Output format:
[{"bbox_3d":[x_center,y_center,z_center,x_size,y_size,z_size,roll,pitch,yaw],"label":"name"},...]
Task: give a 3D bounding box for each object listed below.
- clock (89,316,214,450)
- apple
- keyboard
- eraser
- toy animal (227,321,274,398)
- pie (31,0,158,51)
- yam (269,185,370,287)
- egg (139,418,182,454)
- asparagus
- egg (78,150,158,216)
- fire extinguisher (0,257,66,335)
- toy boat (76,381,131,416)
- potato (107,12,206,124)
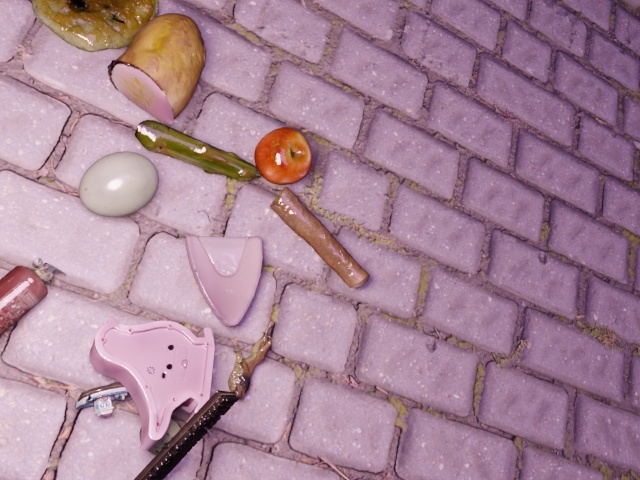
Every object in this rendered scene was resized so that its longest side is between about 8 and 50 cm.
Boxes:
[{"bbox_3d":[-0.384,0.319,1.366,0.275,0.080,0.290,15,47,-24],"label":"clock"},{"bbox_3d":[-0.105,-0.233,1.687,0.163,0.139,0.163,5,82,-36],"label":"apple"},{"bbox_3d":[-0.307,0.453,1.335,0.317,0.106,0.027,-47,67,2],"label":"keyboard"},{"bbox_3d":[-0.244,0.104,1.563,0.204,0.059,0.243,2,72,-27],"label":"eraser"},{"bbox_3d":[-0.180,0.295,1.542,0.086,0.069,0.219,47,64,-32],"label":"toy animal"},{"bbox_3d":[-0.595,-0.639,1.587,0.323,0.070,0.323,8,72,-24],"label":"pie"},{"bbox_3d":[0.000,0.000,1.706,0.356,0.081,0.081,46,61,-7],"label":"yam"},{"bbox_3d":[-0.361,0.450,1.393,0.110,0.085,0.085,37,63,-19],"label":"egg"},{"bbox_3d":[-0.321,-0.231,1.605,0.343,0.085,0.082,19,72,-23],"label":"asparagus"},{"bbox_3d":[-0.483,-0.135,1.456,0.192,0.149,0.149,-29,90,-24],"label":"egg"},{"bbox_3d":[-0.682,0.138,1.318,0.105,0.105,0.269,46,61,-9],"label":"fire extinguisher"},{"bbox_3d":[-0.479,0.362,1.371,0.140,0.059,0.066,-5,60,-27],"label":"toy boat"},{"bbox_3d":[-0.391,-0.465,1.562,0.229,0.229,0.266,37,67,-13],"label":"potato"}]
